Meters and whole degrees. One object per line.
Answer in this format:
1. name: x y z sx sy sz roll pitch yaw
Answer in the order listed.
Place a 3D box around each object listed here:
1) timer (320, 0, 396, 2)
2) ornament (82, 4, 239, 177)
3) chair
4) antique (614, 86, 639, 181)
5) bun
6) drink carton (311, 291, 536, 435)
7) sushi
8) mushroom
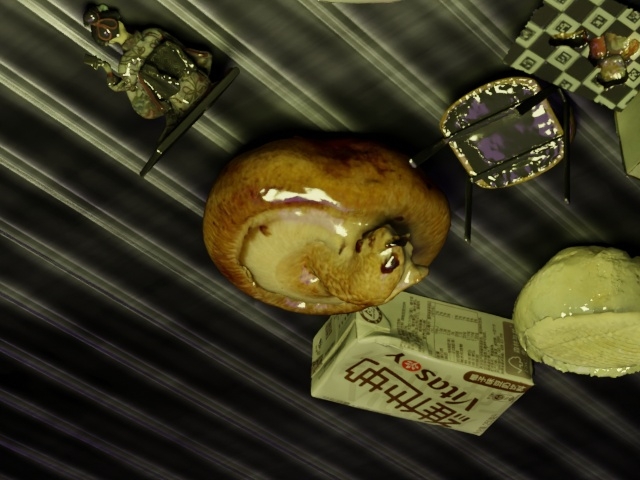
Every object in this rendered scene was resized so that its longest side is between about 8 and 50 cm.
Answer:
1. timer: 0.084 -0.334 1.465 0.191 0.069 0.208 -6 164 -32
2. ornament: -0.228 -0.217 1.663 0.196 0.166 0.153 44 162 -7
3. chair: 0.246 -0.125 1.712 0.159 0.247 0.172 -25 111 29
4. antique: 0.483 -0.150 1.685 0.147 0.148 0.152 18 138 -22
5. bun: 0.420 0.099 2.004 0.259 0.152 0.259 6 153 3
6. drink carton: 0.169 0.200 2.159 0.325 0.132 0.194 15 139 -16
7. sushi: 0.338 -0.253 1.651 0.201 0.031 0.139 19 127 -22
8. mushroom: 0.000 0.000 1.799 0.346 0.259 0.345 1 141 1
